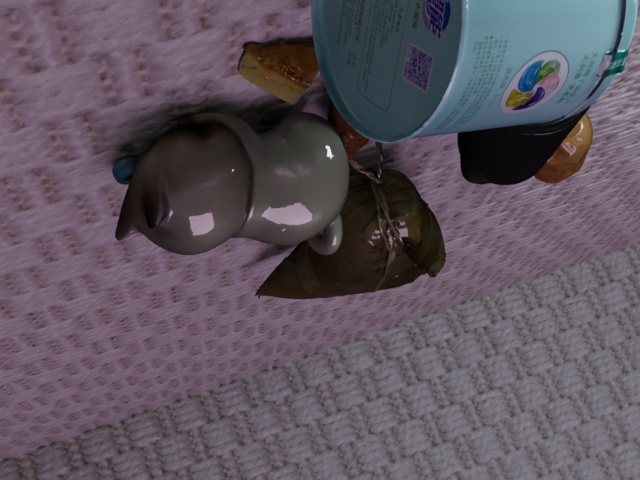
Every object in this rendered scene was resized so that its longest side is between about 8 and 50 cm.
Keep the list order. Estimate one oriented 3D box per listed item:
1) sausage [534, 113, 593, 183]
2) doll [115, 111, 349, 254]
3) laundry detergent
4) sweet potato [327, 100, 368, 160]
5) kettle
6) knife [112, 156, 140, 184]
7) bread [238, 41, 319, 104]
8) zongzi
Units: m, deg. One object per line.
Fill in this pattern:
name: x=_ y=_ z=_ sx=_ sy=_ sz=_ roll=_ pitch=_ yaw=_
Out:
sausage: x=0.523 y=-0.204 z=1.865 sx=0.136 sy=0.120 sz=0.241 roll=-11 pitch=164 yaw=5
doll: x=-0.120 y=-0.089 z=1.323 sx=0.371 sy=0.225 sz=0.215 roll=1 pitch=179 yaw=-33
laundry detergent: x=0.189 y=-0.270 z=0.999 sx=0.305 sy=0.287 sz=0.287 roll=-11 pitch=160 yaw=-30
sweet potato: x=0.059 y=-0.206 z=1.350 sx=0.106 sy=0.095 sz=0.354 roll=19 pitch=159 yaw=8
kettle: x=0.348 y=-0.252 z=1.481 sx=0.203 sy=0.262 sz=0.308 roll=14 pitch=167 yaw=6
knife: x=-0.265 y=-0.101 z=1.416 sx=0.058 sy=0.032 sz=0.244 roll=-35 pitch=164 yaw=13
bread: x=-0.057 y=-0.253 z=1.200 sx=0.109 sy=0.080 sz=0.084 roll=28 pitch=152 yaw=-9
zongzi: x=0.007 y=0.020 z=1.767 sx=0.467 sy=0.218 sz=0.500 roll=-24 pitch=162 yaw=9
